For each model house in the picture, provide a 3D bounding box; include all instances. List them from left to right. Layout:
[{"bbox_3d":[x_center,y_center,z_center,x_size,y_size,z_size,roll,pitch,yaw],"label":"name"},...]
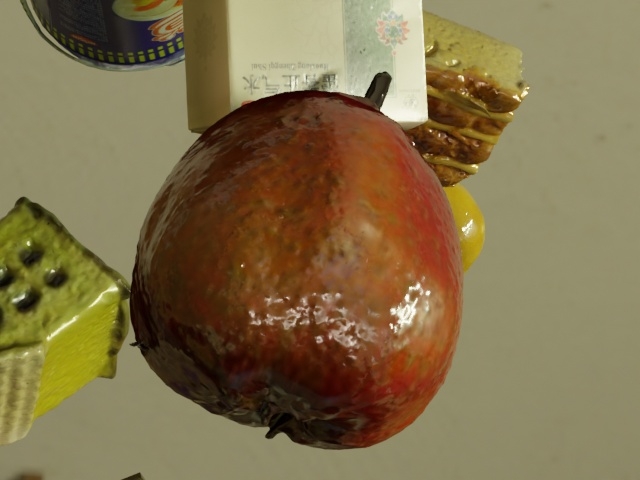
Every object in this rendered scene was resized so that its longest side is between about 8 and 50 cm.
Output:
[{"bbox_3d":[-0.331,0.113,1.994,0.234,0.175,0.193,-46,166,-34],"label":"model house"}]

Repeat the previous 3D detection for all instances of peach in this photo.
[{"bbox_3d":[0.120,-0.019,2.436,0.103,0.179,0.179,-56,179,-37],"label":"peach"}]

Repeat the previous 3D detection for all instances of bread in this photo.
[{"bbox_3d":[0.058,-0.162,2.035,0.185,0.274,0.114,123,-21,-49],"label":"bread"}]

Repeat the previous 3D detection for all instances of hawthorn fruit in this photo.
[{"bbox_3d":[0.000,0.000,1.633,0.369,0.284,0.285,-67,-173,-32],"label":"hawthorn fruit"}]

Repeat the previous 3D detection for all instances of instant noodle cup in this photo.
[{"bbox_3d":[-0.223,-0.352,2.154,0.312,0.284,0.284,96,-1,-82],"label":"instant noodle cup"}]

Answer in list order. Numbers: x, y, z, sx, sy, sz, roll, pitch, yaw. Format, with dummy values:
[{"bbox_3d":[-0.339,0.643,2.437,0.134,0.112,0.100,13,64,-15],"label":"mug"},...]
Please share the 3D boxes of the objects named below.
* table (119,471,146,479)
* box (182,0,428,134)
[{"bbox_3d":[-0.157,0.254,1.573,0.083,0.070,0.082,66,3,-51],"label":"table"},{"bbox_3d":[-0.015,-0.182,1.776,0.095,0.212,0.168,2,-85,59],"label":"box"}]
